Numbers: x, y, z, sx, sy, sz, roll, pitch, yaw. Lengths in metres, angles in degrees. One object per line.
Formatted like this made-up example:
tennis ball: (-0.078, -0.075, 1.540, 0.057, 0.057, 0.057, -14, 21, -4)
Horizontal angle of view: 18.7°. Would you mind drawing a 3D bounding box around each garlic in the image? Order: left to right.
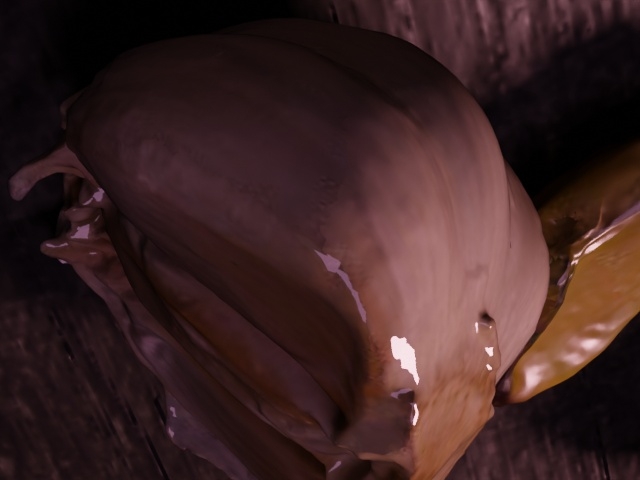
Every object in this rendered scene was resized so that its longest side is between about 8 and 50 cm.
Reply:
garlic: (0.000, 0.000, 0.680, 0.143, 0.178, 0.229, -44, 159, -17)

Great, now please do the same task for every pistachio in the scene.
pistachio: (0.104, 0.000, 0.768, 0.089, 0.049, 0.173, 3, 135, -52)
